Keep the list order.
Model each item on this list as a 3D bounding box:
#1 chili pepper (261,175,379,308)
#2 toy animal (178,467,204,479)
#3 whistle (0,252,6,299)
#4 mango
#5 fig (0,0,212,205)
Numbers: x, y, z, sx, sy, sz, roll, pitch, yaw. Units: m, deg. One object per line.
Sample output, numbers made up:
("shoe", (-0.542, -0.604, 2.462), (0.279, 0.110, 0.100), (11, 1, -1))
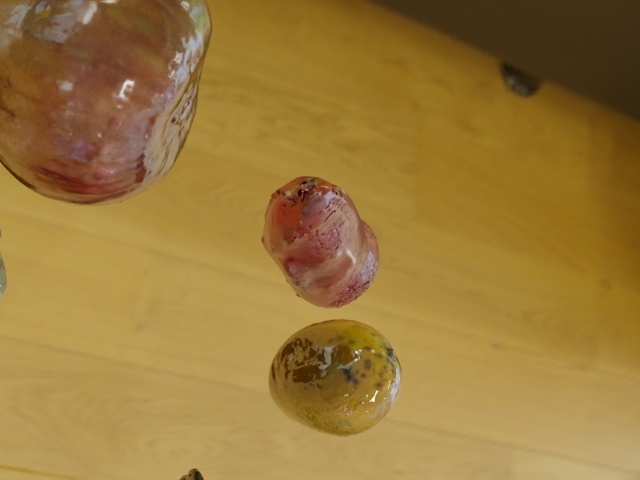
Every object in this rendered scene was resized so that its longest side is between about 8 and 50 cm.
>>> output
("chili pepper", (0.000, 0.000, 1.594), (0.387, 0.110, 0.110), (60, 30, -74))
("toy animal", (-0.077, 0.278, 0.709), (0.160, 0.197, 0.272), (-18, 107, -14))
("whistle", (-0.285, -0.016, 1.193), (0.126, 0.067, 0.258), (60, 8, -21))
("mango", (0.007, 0.092, 1.046), (0.057, 0.114, 0.079), (15, 74, -38))
("fig", (-0.151, -0.100, 0.942), (0.148, 0.202, 0.149), (-52, 134, -29))
